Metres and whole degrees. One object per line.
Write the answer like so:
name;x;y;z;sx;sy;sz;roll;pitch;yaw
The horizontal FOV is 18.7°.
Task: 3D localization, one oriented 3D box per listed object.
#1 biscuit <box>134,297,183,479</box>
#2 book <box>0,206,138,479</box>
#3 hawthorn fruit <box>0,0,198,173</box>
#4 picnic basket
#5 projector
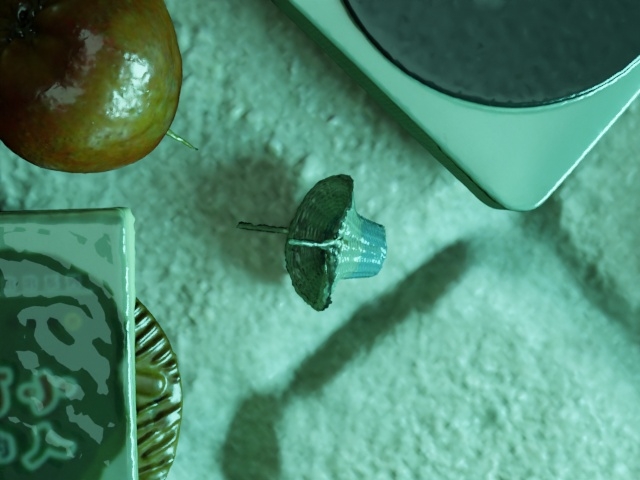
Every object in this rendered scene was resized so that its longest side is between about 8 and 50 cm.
biscuit;-0.173;0.099;1.132;0.187;0.027;0.188;-1;95;-11
book;-0.227;0.168;1.095;0.260;0.043;0.371;-3;98;-3
hawthorn fruit;-0.136;-0.094;1.088;0.125;0.140;0.125;-3;69;7
picnic basket;0.000;0.000;1.142;0.083;0.065;0.083;13;96;-28
projector;0.105;-0.190;1.139;0.257;0.079;0.259;43;86;-11
